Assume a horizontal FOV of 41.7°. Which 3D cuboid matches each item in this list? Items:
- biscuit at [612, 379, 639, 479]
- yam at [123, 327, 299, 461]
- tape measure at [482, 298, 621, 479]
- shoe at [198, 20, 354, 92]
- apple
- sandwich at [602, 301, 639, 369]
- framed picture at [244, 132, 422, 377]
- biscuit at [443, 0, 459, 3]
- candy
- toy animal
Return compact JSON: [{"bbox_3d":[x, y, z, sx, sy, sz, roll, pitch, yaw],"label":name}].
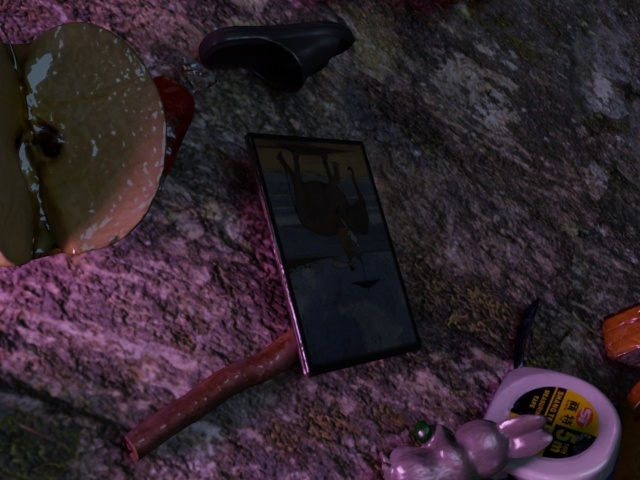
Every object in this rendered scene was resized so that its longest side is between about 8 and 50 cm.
[{"bbox_3d":[0.584,0.321,1.383,0.359,0.046,0.359,-13,114,-31],"label":"biscuit"},{"bbox_3d":[-0.112,0.184,1.088,0.327,0.045,0.045,-29,111,-37],"label":"yam"},{"bbox_3d":[0.367,0.251,1.303,0.351,0.215,0.098,-55,147,-36],"label":"tape measure"},{"bbox_3d":[-0.060,-0.263,1.251,0.241,0.108,0.093,-8,79,-28],"label":"shoe"},{"bbox_3d":[-0.337,-0.103,0.929,0.295,0.233,0.258,-12,94,-46],"label":"apple"},{"bbox_3d":[0.689,0.176,1.491,0.273,0.249,0.095,25,51,-25],"label":"sandwich"},{"bbox_3d":[0.025,0.011,1.221,0.265,0.016,0.347,-2,74,-49],"label":"framed picture"},{"bbox_3d":[0.183,-0.511,1.491,0.260,0.041,0.203,30,34,-45],"label":"biscuit"},{"bbox_3d":[-0.223,-0.143,1.125,0.086,0.059,0.292,33,57,-18],"label":"candy"},{"bbox_3d":[0.199,0.306,1.167,0.236,0.108,0.138,-15,88,-8],"label":"toy animal"}]
